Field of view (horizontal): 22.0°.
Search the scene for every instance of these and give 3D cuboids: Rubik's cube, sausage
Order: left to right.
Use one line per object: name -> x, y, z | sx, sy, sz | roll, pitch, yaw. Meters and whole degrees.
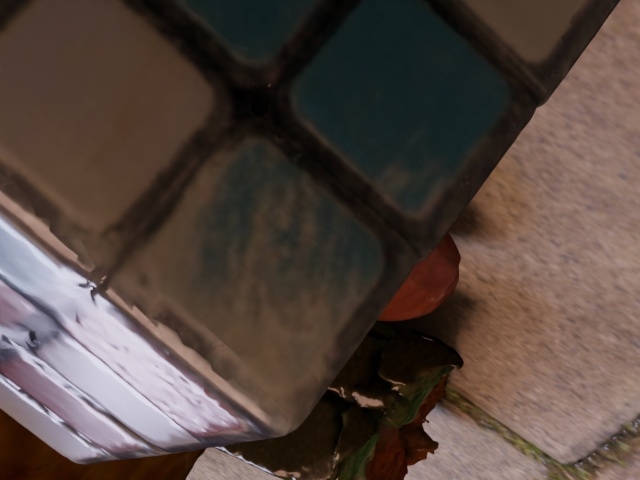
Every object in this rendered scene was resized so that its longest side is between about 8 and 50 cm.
Rubik's cube -> -0.074, -0.099, 0.539 | 0.256, 0.259, 0.253 | 40, 157, -12
sausage -> 0.000, 0.000, 0.889 | 0.194, 0.077, 0.077 | 14, 150, 51

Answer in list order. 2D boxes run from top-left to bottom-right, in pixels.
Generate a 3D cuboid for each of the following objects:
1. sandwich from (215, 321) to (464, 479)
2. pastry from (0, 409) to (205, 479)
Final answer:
sandwich -> -0.031, 0.091, 1.038 | 0.292, 0.109, 0.212 | 21, 169, 26
pastry -> -0.212, 0.026, 0.793 | 0.389, 0.312, 0.388 | -3, 145, -2
